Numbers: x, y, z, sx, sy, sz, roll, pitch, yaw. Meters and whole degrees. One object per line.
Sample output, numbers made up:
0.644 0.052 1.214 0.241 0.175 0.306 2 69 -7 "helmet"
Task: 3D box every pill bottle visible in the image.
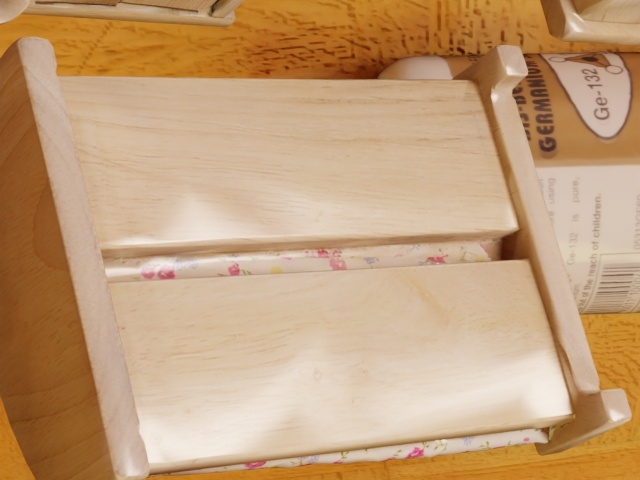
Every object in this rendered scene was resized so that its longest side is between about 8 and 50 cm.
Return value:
0.080 -0.026 0.966 0.229 0.131 0.131 -2 151 -8 "pill bottle"

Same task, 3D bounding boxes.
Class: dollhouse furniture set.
0.000 0.000 0.714 0.303 0.355 0.174 -1 159 -34 "dollhouse furniture set"
